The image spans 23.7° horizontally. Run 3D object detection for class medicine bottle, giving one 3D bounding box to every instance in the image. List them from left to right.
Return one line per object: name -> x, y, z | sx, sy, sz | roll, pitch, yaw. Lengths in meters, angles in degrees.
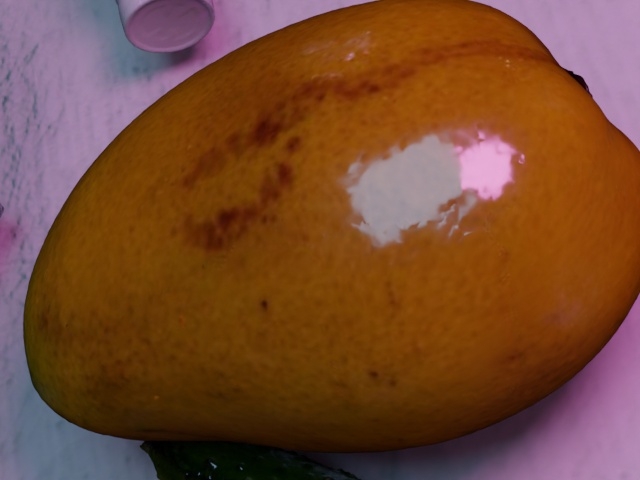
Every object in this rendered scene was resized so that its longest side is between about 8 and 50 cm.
medicine bottle -> -0.125, -0.225, 1.095 | 0.069, 0.119, 0.183 | -20, 61, 5

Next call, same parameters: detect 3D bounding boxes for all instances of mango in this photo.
mango -> 0.000, 0.000, 0.876 | 0.378, 0.221, 0.264 | -18, 56, 17

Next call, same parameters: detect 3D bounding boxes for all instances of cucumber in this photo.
cucumber -> -0.016, 0.157, 0.891 | 0.227, 0.069, 0.069 | 19, 72, 31

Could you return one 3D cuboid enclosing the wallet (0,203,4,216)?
wallet -> -0.399, 0.068, 1.032 | 0.237, 0.075, 0.342 | 29, 77, 2
